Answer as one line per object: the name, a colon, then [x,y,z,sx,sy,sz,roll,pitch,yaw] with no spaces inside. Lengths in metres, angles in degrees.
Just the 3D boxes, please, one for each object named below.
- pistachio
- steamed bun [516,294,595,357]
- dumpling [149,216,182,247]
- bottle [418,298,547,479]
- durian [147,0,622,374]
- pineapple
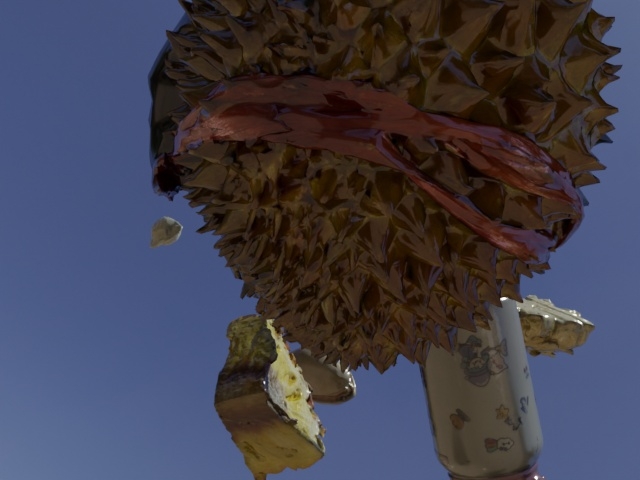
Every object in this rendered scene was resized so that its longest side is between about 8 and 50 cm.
pistachio: [-0.005,0.280,1.342,0.184,0.124,0.125,10,-44,48]
steamed bun: [0.516,0.219,1.625,0.291,0.295,0.137,15,-80,5]
dumpling: [-0.262,-0.010,1.087,0.077,0.059,0.043,20,-25,30]
bottle: [0.161,0.174,0.648,0.109,0.109,0.234,-15,-97,40]
durian: [0.032,-0.097,0.475,0.347,0.347,0.385,-7,-84,37]
pineapple: [-0.080,0.212,0.896,0.114,0.186,0.237,-22,-95,6]
